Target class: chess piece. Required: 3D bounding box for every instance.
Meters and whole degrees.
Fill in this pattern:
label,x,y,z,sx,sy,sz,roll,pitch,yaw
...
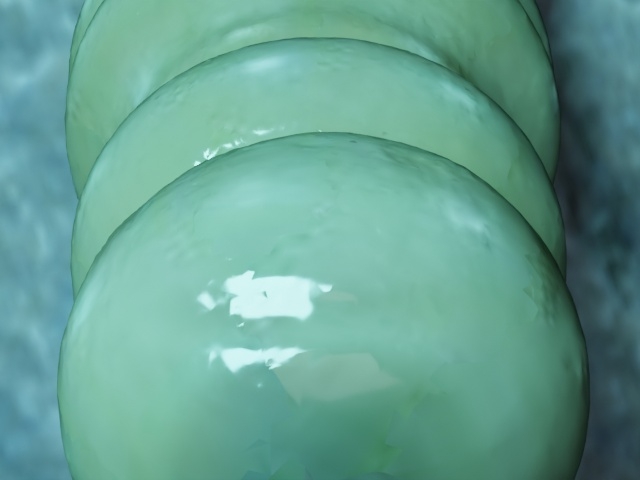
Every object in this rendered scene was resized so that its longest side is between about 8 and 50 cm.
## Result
label,x,y,z,sx,sy,sz,roll,pitch,yaw
chess piece,0.000,0.000,0.582,0.182,0.330,0.182,0,112,-1
